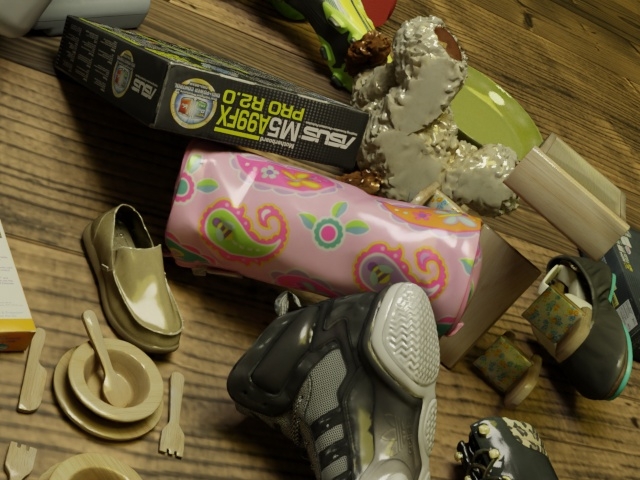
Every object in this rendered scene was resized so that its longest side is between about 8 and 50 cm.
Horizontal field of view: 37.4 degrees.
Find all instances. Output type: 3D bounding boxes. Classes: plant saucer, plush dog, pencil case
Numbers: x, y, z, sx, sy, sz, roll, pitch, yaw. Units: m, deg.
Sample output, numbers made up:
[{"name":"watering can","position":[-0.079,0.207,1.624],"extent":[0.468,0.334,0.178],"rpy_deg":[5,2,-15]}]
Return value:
[{"name":"plant saucer","position":[0.232,-0.193,1.436],"extent":[0.241,0.037,0.241],"rpy_deg":[25,35,-19]},{"name":"plush dog","position":[0.102,-0.134,1.154],"extent":[0.262,0.210,0.225],"rpy_deg":[57,11,-22]},{"name":"pencil case","position":[0.000,0.000,0.836],"extent":[0.284,0.124,0.124],"rpy_deg":[16,33,6]}]

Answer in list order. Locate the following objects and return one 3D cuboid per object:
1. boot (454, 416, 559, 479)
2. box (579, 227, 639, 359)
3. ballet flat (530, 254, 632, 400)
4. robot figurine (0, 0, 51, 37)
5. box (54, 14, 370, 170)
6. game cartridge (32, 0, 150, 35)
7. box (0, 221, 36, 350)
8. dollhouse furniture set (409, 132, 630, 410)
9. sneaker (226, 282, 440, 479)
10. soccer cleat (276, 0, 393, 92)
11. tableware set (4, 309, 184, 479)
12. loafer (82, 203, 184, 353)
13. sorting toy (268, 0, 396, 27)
[{"name":"boot","position":[0.144,0.234,0.786],"extent":[0.236,0.085,0.179],"rpy_deg":[17,35,-38]},{"name":"box","position":[0.457,0.081,1.286],"extent":[0.183,0.059,0.233],"rpy_deg":[25,35,-20]},{"name":"ballet flat","position":[0.295,0.093,1.105],"extent":[0.096,0.095,0.280],"rpy_deg":[26,23,1]},{"name":"robot figurine","position":[-0.284,-0.324,0.831],"extent":[0.199,0.353,0.300],"rpy_deg":[38,1,-2]},{"name":"box","position":[-0.114,-0.148,0.932],"extent":[0.216,0.060,0.270],"rpy_deg":[8,15,-37]},{"name":"game cartridge","position":[-0.339,-0.353,1.088],"extent":[0.297,0.062,0.198],"rpy_deg":[46,38,13]},{"name":"box","position":[-0.271,0.024,0.708],"extent":[0.081,0.028,0.136],"rpy_deg":[4,43,-40]},{"name":"dollhouse furniture set","position":[0.173,0.025,0.916],"extent":[0.212,0.242,0.161],"rpy_deg":[41,20,6]},{"name":"sneaker","position":[0.004,0.162,0.730],"extent":[0.101,0.153,0.269],"rpy_deg":[48,47,-60]},{"name":"soccer cleat","position":[0.029,-0.308,1.277],"extent":[0.289,0.093,0.121],"rpy_deg":[51,53,-8]},{"name":"tableware set","position":[-0.149,0.139,0.667],"extent":[0.128,0.039,0.194],"rpy_deg":[22,36,-22]},{"name":"loafer","position":[-0.155,0.029,0.787],"extent":[0.056,0.050,0.148],"rpy_deg":[-5,51,-46]},{"name":"sorting toy","position":[-0.045,-0.398,1.403],"extent":[0.365,0.127,0.126],"rpy_deg":[-4,22,-42]}]
